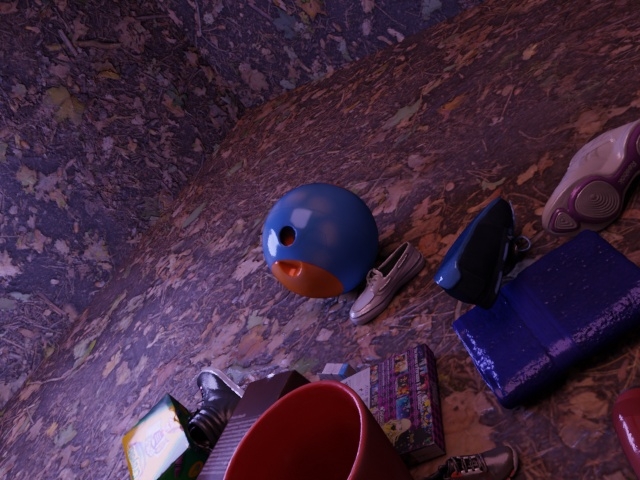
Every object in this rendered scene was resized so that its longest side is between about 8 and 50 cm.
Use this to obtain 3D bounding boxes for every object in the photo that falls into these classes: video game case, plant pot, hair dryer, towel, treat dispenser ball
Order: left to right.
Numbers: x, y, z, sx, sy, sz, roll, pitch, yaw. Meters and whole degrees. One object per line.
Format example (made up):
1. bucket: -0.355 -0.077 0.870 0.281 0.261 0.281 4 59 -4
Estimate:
1. treat dispenser ball: 0.000 0.000 1.530 0.288 0.288 0.288 -32 27 19
2. plant pot: 0.026 0.394 0.938 0.274 0.243 0.275 -32 27 19
3. video game case: 0.122 0.321 1.149 0.210 0.042 0.232 -31 28 23
4. towel: 0.393 0.132 1.048 0.308 0.076 0.228 -38 29 11
5. hair dryer: 0.480 0.226 0.767 0.294 0.080 0.223 -52 28 -20

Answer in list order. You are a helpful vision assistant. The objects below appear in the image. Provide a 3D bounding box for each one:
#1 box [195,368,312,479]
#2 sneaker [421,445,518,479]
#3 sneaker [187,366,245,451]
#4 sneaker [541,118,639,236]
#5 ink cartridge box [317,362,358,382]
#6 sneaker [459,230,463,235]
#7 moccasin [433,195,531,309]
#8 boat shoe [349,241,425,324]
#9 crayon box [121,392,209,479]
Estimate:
1. box: -0.130 0.445 1.158 0.191 0.143 0.382 -31 26 52
2. sneaker: 0.222 0.353 0.938 0.157 0.065 0.061 -35 27 13
3. sneaker: -0.264 0.393 1.456 0.146 0.105 0.295 -30 23 -27
4. sneaker: 0.537 -0.115 1.218 0.305 0.114 0.152 -42 12 -10
5. ink cartridge box: 0.038 0.285 1.312 0.083 0.048 0.028 -10 39 46
6. sneaker: 0.353 0.006 1.325 0.058 0.052 0.135 -38 34 -9
7. moccasin: 0.308 0.031 1.167 0.342 0.116 0.138 -44 -9 -49
8. boat shoe: 0.140 0.093 1.440 0.226 0.076 0.083 -45 26 -8
9. crayon box: -0.377 0.508 1.495 0.165 0.081 0.278 -45 26 -9
